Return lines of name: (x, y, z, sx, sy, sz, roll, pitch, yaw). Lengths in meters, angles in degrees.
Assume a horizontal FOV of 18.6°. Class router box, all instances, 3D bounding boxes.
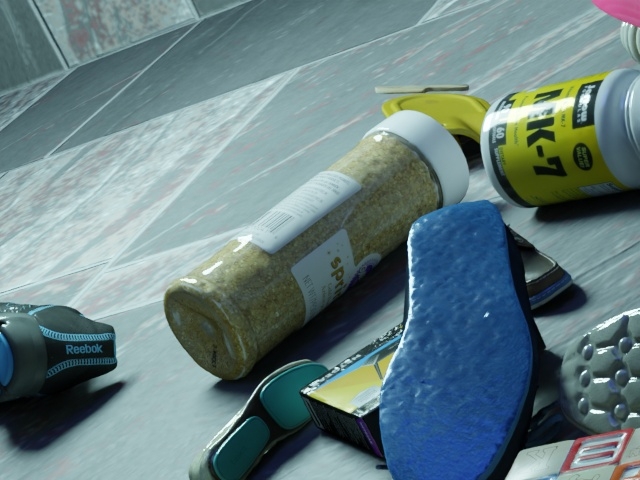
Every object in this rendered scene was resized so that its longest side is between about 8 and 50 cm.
router box: (0.087, 0.110, 1.677, 0.179, 0.046, 0.133, -32, 18, -18)

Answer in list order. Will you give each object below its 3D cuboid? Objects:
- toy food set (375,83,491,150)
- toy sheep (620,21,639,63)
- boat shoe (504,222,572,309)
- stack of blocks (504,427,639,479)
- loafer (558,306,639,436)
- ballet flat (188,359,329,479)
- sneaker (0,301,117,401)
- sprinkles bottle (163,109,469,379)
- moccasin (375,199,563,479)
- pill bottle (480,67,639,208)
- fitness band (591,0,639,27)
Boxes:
toy food set: (0.137, -0.126, 2.295, 0.128, 0.071, 0.218, -4, 18, -6)
toy sheep: (0.383, -0.232, 2.193, 0.091, 0.091, 0.132, -31, 19, -14)
boat shoe: (0.162, 0.021, 1.794, 0.066, 0.066, 0.183, -33, 18, -20)
stack of blocks: (0.241, 0.179, 1.165, 0.297, 0.087, 0.171, -17, 20, 30)
loafer: (0.300, 0.097, 1.317, 0.111, 0.112, 0.319, 15, -13, -40)
ballet flat: (-0.057, 0.162, 1.731, 0.168, 0.057, 0.052, -39, 11, -36)
sneaker: (-0.334, 0.130, 2.196, 0.140, 0.125, 0.341, -4, 4, -24)
sprinkles bottle: (0.000, 0.000, 2.008, 0.355, 0.121, 0.121, -38, 20, -32)
moccasin: (0.128, 0.103, 1.503, 0.138, 0.117, 0.342, -9, 36, 18)
pill bottle: (0.270, -0.103, 1.910, 0.208, 0.119, 0.119, -11, 23, 44)
fitness band: (0.429, -0.269, 2.125, 0.291, 0.054, 0.209, 25, 38, 38)
